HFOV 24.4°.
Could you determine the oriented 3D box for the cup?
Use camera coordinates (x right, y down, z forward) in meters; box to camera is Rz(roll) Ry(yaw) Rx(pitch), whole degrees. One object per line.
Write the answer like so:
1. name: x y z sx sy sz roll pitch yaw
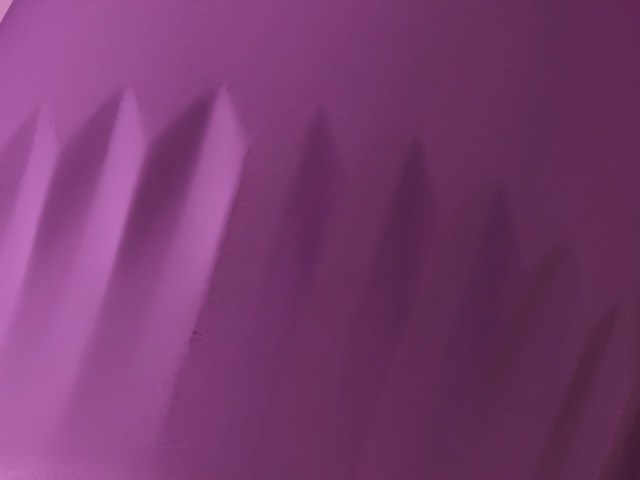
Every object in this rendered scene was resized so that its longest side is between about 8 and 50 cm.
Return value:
1. cup: 0.000 0.000 0.493 0.253 0.372 0.253 8 135 8
